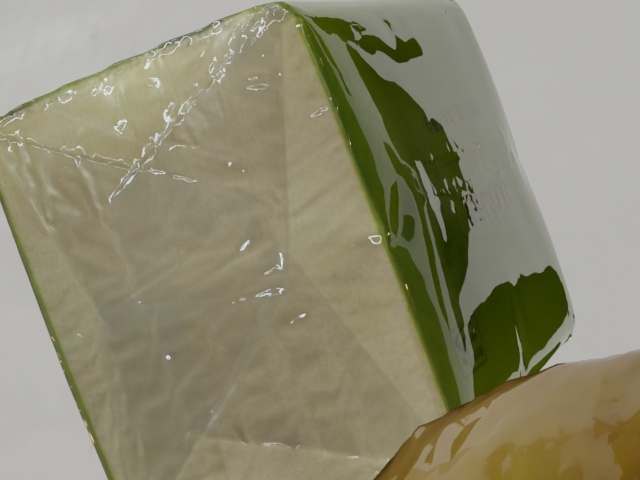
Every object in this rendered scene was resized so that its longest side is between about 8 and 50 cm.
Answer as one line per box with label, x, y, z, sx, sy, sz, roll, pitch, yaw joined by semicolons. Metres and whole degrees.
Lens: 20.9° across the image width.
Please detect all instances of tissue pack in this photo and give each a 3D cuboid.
tissue pack;0.000;0.000;0.815;0.167;0.274;0.200;-19;92;20

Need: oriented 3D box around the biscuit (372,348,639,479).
biscuit;0.141;0.140;0.482;0.296;0.102;0.296;18;141;15
